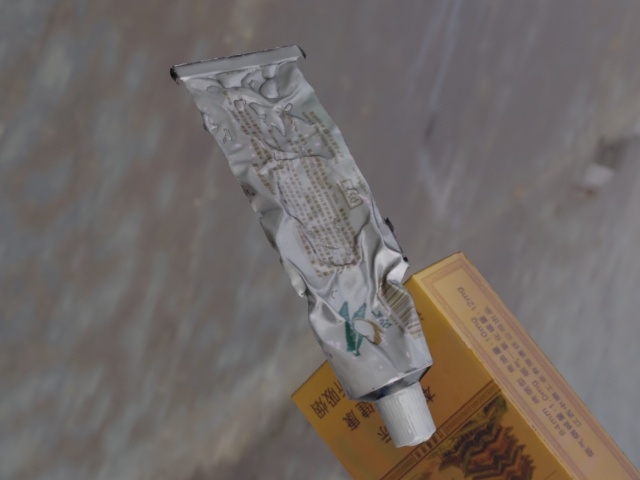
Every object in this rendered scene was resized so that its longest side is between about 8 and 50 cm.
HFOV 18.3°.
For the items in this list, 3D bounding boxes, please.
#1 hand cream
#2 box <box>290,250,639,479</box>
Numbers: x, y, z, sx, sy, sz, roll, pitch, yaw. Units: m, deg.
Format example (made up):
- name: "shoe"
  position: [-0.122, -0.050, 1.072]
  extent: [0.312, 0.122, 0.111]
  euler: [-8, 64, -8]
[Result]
- name: "hand cream"
  position: [0.001, -0.001, 1.120]
  extent: [0.084, 0.257, 0.050]
  euler: [-17, 162, -22]
- name: "box"
  position: [0.123, 0.167, 1.493]
  extent: [0.076, 0.274, 0.174]
  euler: [-26, 164, -48]
